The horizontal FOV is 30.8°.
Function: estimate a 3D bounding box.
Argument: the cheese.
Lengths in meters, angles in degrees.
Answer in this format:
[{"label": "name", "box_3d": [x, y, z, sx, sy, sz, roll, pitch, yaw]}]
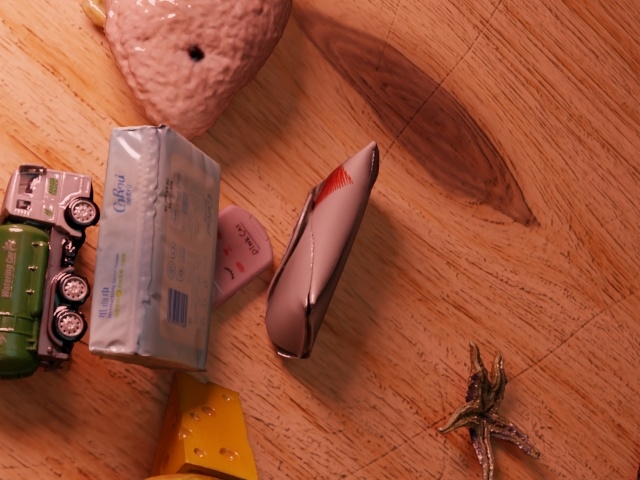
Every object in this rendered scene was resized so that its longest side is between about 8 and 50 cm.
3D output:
[{"label": "cheese", "box_3d": [-0.138, 0.233, 1.381, 0.093, 0.126, 0.171, 21, 42, -20]}]

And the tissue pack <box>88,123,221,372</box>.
[{"label": "tissue pack", "box_3d": [-0.189, 0.015, 1.348, 0.177, 0.089, 0.263, 36, 53, -68]}]

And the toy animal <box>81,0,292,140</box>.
[{"label": "toy animal", "box_3d": [-0.154, -0.316, 1.512, 0.226, 0.188, 0.358, 41, 53, -21]}]

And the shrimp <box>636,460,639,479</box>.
[{"label": "shrimp", "box_3d": [0.595, 0.424, 1.818, 0.222, 0.054, 0.290, -38, 92, -39]}]

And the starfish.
[{"label": "starfish", "box_3d": [0.224, 0.247, 1.631, 0.176, 0.053, 0.208, 0, 73, -45]}]

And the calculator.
[{"label": "calculator", "box_3d": [-0.135, 0.026, 1.488, 0.175, 0.032, 0.100, -39, 95, -37]}]

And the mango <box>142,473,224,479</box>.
[{"label": "mango", "box_3d": [-0.089, 0.408, 1.255, 0.225, 0.201, 0.382, -44, 101, -10]}]

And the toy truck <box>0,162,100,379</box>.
[{"label": "toy truck", "box_3d": [-0.325, 0.039, 1.314, 0.125, 0.101, 0.242, 10, 69, -18]}]

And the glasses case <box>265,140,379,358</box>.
[{"label": "glasses case", "box_3d": [0.001, -0.001, 1.533, 0.083, 0.128, 0.308, 21, 58, 1]}]
